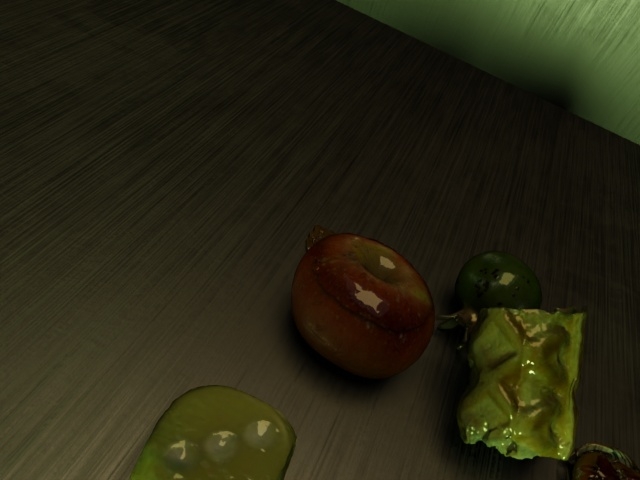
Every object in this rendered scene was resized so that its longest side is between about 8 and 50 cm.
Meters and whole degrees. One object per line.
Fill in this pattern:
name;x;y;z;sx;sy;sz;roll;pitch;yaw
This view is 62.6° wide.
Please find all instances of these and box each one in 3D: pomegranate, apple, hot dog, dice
pomegranate;0.344;0.128;1.092;0.224;0.181;0.181;-36;65;-12
apple;0.074;0.118;0.964;0.272;0.206;0.251;27;34;1
hot dog;0.495;0.471;0.877;0.162;0.082;0.270;25;43;0
dice;-0.140;0.310;0.702;0.169;0.169;0.166;21;37;9

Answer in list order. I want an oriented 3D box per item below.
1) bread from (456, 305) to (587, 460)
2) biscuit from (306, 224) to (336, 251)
bread;0.352;0.232;0.911;0.238;0.196;0.252;5;84;-12
biscuit;0.000;0.000;1.176;0.092;0.016;0.082;-28;63;-40
